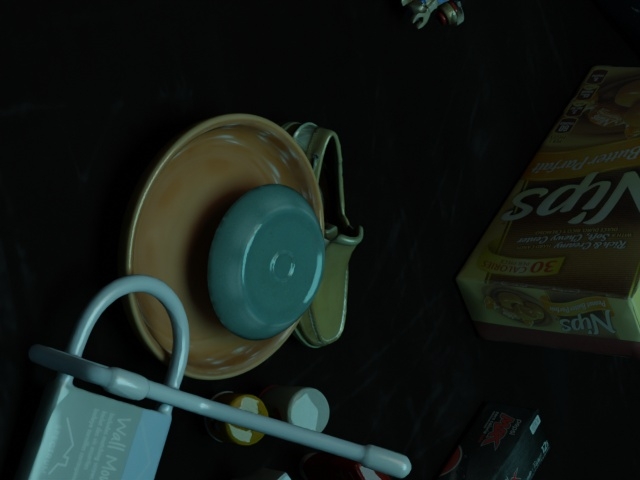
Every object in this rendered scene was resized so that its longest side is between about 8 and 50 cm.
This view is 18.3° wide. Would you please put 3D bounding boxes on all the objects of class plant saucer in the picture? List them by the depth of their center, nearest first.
[{"bbox_3d":[-0.078,0.003,1.480,0.200,0.037,0.200,-13,109,-45],"label":"plant saucer"},{"bbox_3d":[-0.034,0.018,1.486,0.119,0.021,0.119,-12,107,-44],"label":"plant saucer"}]

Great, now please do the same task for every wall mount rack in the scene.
[{"bbox_3d":[-0.102,0.213,1.385,0.304,0.130,0.350,23,83,-46],"label":"wall mount rack"}]

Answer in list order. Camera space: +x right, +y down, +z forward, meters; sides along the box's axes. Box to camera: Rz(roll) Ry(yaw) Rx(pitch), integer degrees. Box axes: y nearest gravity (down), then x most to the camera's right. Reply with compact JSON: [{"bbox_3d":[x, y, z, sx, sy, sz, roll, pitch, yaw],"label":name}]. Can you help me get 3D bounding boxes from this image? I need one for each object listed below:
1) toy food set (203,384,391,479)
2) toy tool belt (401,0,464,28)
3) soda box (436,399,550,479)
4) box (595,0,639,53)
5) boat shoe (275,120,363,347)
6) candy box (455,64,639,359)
[{"bbox_3d":[-0.021,0.202,1.586,0.111,0.104,0.232,-43,111,-26],"label":"toy food set"},{"bbox_3d":[0.082,-0.208,1.688,0.051,0.052,0.083,-34,124,-9],"label":"toy tool belt"},{"bbox_3d":[0.146,0.225,1.820,0.169,0.060,0.053,-52,136,-37],"label":"soda box"},{"bbox_3d":[0.462,-0.271,1.946,0.312,0.343,0.179,38,65,-49],"label":"box"},{"bbox_3d":[0.000,0.000,1.575,0.068,0.072,0.190,-36,124,-47],"label":"boat shoe"},{"bbox_3d":[0.281,-0.034,1.865,0.316,0.183,0.087,-54,134,-35],"label":"candy box"}]
